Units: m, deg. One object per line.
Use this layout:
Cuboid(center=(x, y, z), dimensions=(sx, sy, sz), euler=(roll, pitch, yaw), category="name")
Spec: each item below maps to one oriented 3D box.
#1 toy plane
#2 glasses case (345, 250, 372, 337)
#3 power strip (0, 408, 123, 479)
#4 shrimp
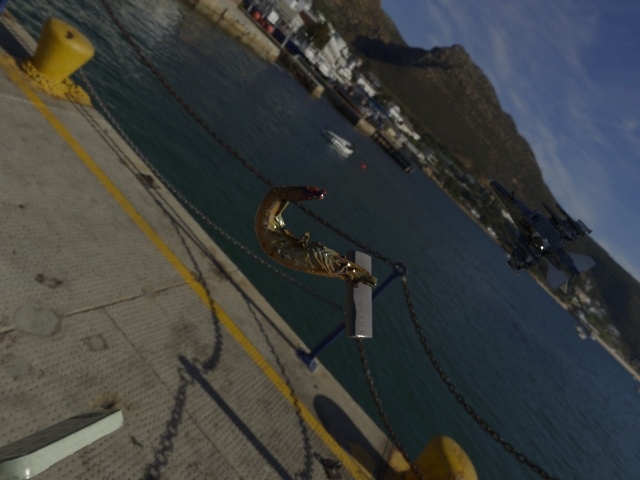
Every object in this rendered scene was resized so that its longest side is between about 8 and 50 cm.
Cuboid(center=(0.358, -0.020, 0.770), dimensions=(0.234, 0.160, 0.082), euler=(60, -9, 12), category="toy plane")
Cuboid(center=(0.085, 0.122, 1.035), dimensions=(0.072, 0.042, 0.191), euler=(23, 62, -47), category="glasses case")
Cuboid(center=(-0.327, 0.248, 0.574), dimensions=(0.227, 0.080, 0.029), euler=(34, 44, -81), category="power strip")
Cuboid(center=(0.000, 0.000, 0.413), dimensions=(0.127, 0.091, 0.025), euler=(28, 36, 1), category="shrimp")
